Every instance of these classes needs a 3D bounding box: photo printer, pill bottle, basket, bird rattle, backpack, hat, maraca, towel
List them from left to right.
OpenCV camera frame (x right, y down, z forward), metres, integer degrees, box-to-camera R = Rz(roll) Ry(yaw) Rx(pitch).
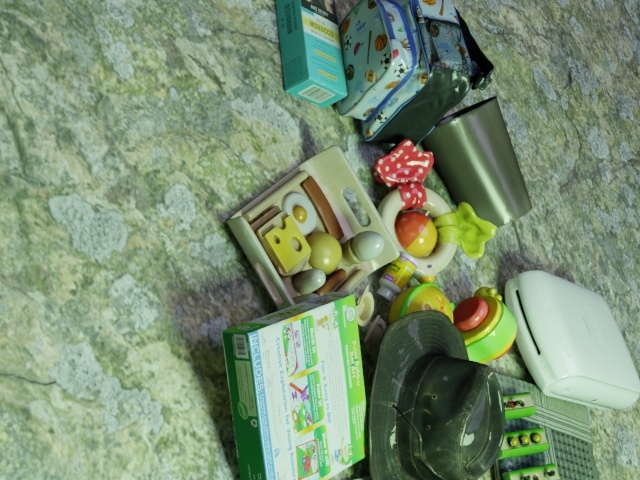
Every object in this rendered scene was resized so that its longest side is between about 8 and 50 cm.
[{"bbox_3d":[0.127,0.062,1.852,0.043,0.043,0.083,40,76,-31],"label":"pill bottle"},{"bbox_3d":[0.138,-0.326,1.948,0.213,0.276,0.263,16,54,-30],"label":"backpack"},{"bbox_3d":[0.178,-0.040,1.933,0.253,0.143,0.207,46,57,-20],"label":"bird rattle"},{"bbox_3d":[0.177,0.137,1.852,0.185,0.099,0.127,31,83,-56],"label":"maraca"},{"bbox_3d":[0.204,0.269,1.696,0.331,0.134,0.331,8,80,-48],"label":"hat"},{"bbox_3d":[0.307,-0.140,2.123,0.204,0.154,0.227,-31,99,-52],"label":"basket"},{"bbox_3d":[0.417,0.422,2.040,0.324,0.056,0.312,24,51,-39],"label":"towel"},{"bbox_3d":[0.489,0.196,2.169,0.307,0.107,0.256,20,45,-44],"label":"photo printer"}]

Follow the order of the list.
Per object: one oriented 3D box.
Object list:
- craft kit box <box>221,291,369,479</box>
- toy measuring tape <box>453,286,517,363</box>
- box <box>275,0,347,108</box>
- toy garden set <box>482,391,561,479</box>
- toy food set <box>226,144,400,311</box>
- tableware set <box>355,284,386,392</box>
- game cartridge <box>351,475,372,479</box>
[{"bbox_3d":[-0.027,0.217,1.536,0.246,0.061,0.250,-14,101,-50],"label":"craft kit box"},{"bbox_3d":[0.276,0.200,1.926,0.121,0.121,0.330,46,41,-24],"label":"toy measuring tape"},{"bbox_3d":[-0.019,-0.360,1.912,0.100,0.060,0.244,17,59,-46],"label":"box"},{"bbox_3d":[0.325,0.380,1.887,0.203,0.049,0.244,-2,63,-31],"label":"toy garden set"},{"bbox_3d":[0.000,0.000,1.713,0.220,0.092,0.306,60,37,-8],"label":"toy food set"},{"bbox_3d":[0.063,0.158,1.716,0.141,0.020,0.169,-62,143,-30],"label":"tableware set"},{"bbox_3d":[0.056,0.383,1.638,0.083,0.017,0.056,1,74,-50],"label":"game cartridge"}]
